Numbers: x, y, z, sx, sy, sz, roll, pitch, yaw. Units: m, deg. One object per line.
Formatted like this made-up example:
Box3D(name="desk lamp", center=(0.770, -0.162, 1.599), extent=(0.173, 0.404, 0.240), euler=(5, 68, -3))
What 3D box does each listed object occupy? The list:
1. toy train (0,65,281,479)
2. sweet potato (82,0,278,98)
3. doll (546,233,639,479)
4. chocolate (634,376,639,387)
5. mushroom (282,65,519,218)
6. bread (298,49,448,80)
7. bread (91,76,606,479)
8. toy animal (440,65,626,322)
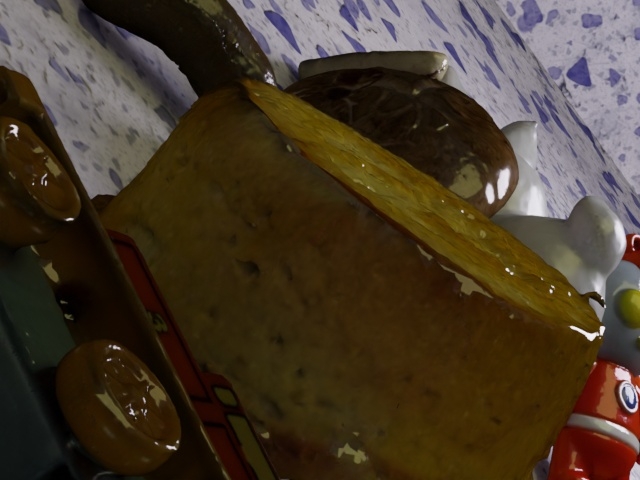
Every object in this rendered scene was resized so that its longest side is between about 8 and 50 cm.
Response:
Box3D(name="toy train", center=(-0.148, 0.088, 0.944), extent=(0.369, 0.163, 0.231), euler=(61, 14, 20))
Box3D(name="sweet potato", center=(-0.113, -0.170, 1.576), extent=(0.286, 0.112, 0.085), euler=(53, 21, -28))
Box3D(name="doll", center=(0.340, 0.148, 1.913), extent=(0.200, 0.105, 0.336), euler=(29, 64, -34))
Box3D(name="chocolate", center=(0.299, 0.106, 2.089), extent=(0.237, 0.108, 0.235), euler=(51, 19, -17))
Box3D(name="mushroom", center=(0.075, -0.095, 1.725), extent=(0.278, 0.146, 0.278), euler=(10, 30, -6))
Box3D(name="bread", center=(0.055, -0.188, 1.895), extent=(0.073, 0.214, 0.053), euler=(11, 84, -44))
Box3D(name="bread", center=(0.012, 0.049, 1.205), extent=(0.398, 0.215, 0.398), euler=(33, 11, -7))
Box3D(name="toy animal", center=(0.205, -0.029, 1.869), extent=(0.196, 0.241, 0.367), euler=(37, 25, -38))
